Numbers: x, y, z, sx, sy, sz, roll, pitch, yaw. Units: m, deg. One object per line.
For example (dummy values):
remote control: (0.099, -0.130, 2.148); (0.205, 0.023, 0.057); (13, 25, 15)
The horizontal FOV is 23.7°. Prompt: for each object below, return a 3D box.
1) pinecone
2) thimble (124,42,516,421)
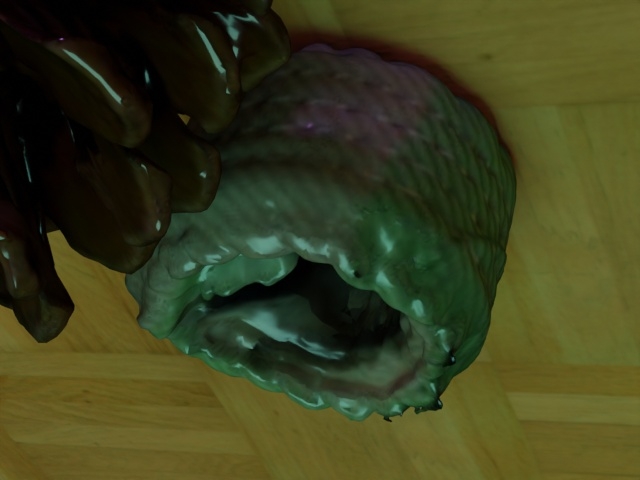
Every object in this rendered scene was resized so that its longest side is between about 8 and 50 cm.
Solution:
pinecone: (-0.214, -0.090, 0.700); (0.385, 0.384, 0.384); (13, 144, 10)
thimble: (0.000, 0.000, 0.895); (0.219, 0.150, 0.219); (12, 144, 9)
